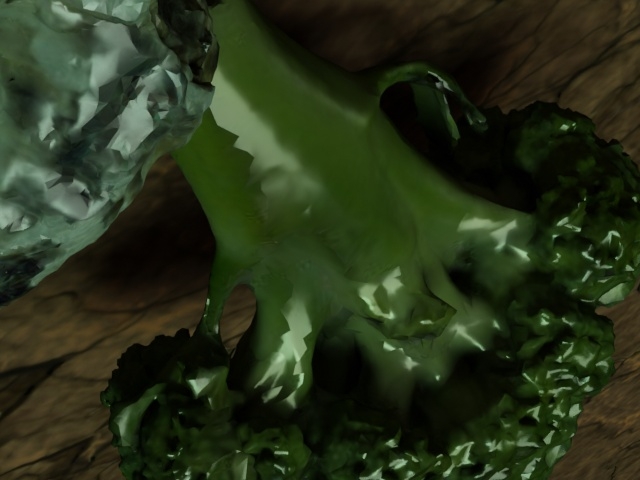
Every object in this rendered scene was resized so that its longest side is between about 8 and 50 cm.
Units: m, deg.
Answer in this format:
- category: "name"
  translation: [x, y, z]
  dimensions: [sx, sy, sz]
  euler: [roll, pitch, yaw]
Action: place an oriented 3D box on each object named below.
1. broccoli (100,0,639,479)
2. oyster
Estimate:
- category: "broccoli"
  translation: [-0.003, 0.021, 0.772]
  dimensions: [0.302, 0.186, 0.254]
  euler: [21, 101, -27]
- category: "oyster"
  translation: [-0.117, -0.057, 0.541]
  dimensions: [0.198, 0.112, 0.267]
  euler: [-19, 142, -25]
